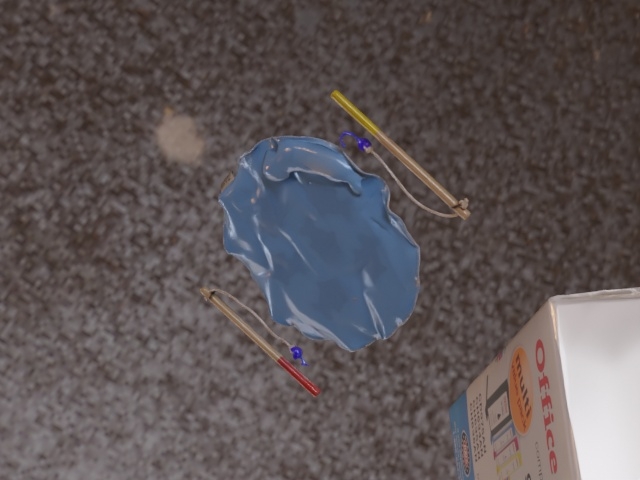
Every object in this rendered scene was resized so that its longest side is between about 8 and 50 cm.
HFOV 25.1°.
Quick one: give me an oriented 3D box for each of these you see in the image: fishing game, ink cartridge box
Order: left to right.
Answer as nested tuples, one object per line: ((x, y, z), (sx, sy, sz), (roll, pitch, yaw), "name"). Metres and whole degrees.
((0.000, 0.000, 1.134), (0.189, 0.041, 0.264), (40, 132, 10), "fishing game")
((0.180, 0.134, 0.754), (0.168, 0.171, 0.233), (-3, 161, -8), "ink cartridge box")
